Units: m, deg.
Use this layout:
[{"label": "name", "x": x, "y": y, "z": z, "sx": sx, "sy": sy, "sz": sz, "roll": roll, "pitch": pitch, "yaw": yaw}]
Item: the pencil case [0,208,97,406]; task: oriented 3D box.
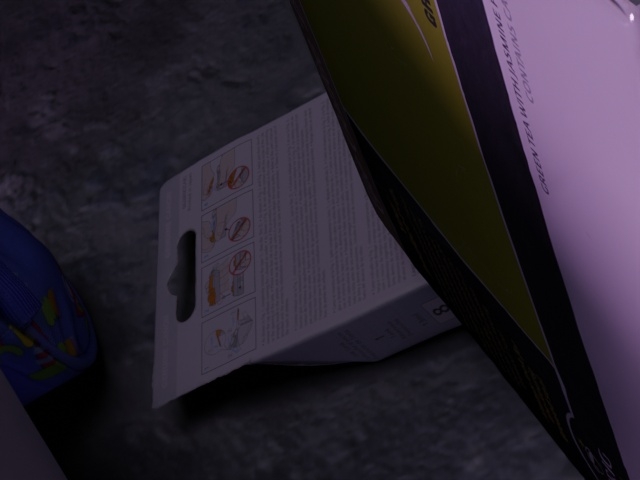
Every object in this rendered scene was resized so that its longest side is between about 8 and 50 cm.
[{"label": "pencil case", "x": -0.254, "y": 0.106, "z": 0.891, "sx": 0.306, "sy": 0.119, "sz": 0.133, "roll": -41, "pitch": 16, "yaw": 2}]

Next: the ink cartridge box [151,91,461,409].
[{"label": "ink cartridge box", "x": 0.000, "y": 0.000, "z": 0.860, "sx": 0.179, "sy": 0.045, "sz": 0.145, "roll": -28, "pitch": 45, "yaw": 29}]

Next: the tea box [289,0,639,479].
[{"label": "tea box", "x": 0.131, "y": -0.080, "z": 0.581, "sx": 0.220, "sy": 0.329, "sz": 0.323, "roll": -31, "pitch": 45, "yaw": -7}]

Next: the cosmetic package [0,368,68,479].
[{"label": "cosmetic package", "x": -0.292, "y": 0.199, "z": 0.636, "sx": 0.394, "sy": 0.329, "sz": 0.327, "roll": -38, "pitch": 66, "yaw": 4}]
